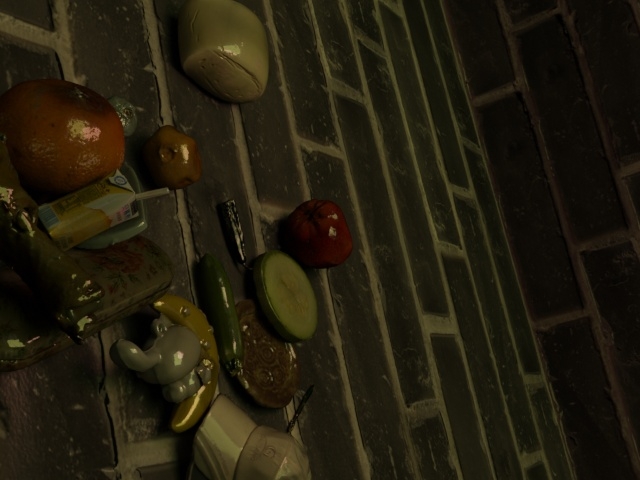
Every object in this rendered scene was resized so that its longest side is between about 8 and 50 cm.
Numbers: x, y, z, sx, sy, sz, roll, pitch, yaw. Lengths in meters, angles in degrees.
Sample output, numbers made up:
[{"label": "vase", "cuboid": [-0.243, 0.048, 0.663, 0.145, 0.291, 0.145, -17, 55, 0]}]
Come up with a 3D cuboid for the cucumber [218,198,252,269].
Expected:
[{"label": "cucumber", "cuboid": [-0.188, -0.009, 1.739, 0.039, 0.043, 0.163, 135, -58, -77]}]

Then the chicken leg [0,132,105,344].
[{"label": "chicken leg", "cuboid": [-0.444, -0.030, 1.117, 0.153, 0.201, 0.429, -41, 80, -16]}]

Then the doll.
[{"label": "doll", "cuboid": [-0.262, 0.209, 1.415, 0.252, 0.111, 0.237, -61, 139, -55]}]

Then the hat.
[{"label": "hat", "cuboid": [-0.126, 0.403, 1.470, 0.275, 0.161, 0.232, 55, 29, -17]}]

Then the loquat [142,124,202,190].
[{"label": "loquat", "cuboid": [-0.293, -0.165, 1.592, 0.137, 0.113, 0.137, 56, 10, -16]}]

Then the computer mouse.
[{"label": "computer mouse", "cuboid": [-0.360, -0.052, 1.360, 0.231, 0.128, 0.079, -109, -173, -50]}]

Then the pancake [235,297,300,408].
[{"label": "pancake", "cuboid": [-0.118, 0.244, 1.696, 0.250, 0.031, 0.250, 42, 35, -39]}]

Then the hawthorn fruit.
[{"label": "hawthorn fruit", "cuboid": [-0.006, -0.011, 1.929, 0.179, 0.173, 0.173, 57, 20, -76]}]

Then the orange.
[{"label": "orange", "cuboid": [-0.425, -0.174, 1.291, 0.224, 0.170, 0.224, 29, 23, -13]}]

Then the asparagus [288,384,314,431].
[{"label": "asparagus", "cuboid": [-0.041, 0.370, 1.763, 0.016, 0.013, 0.166, 51, 33, -9]}]

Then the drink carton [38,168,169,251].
[{"label": "drink carton", "cuboid": [-0.342, -0.058, 1.250, 0.200, 0.084, 0.074, -30, 63, -23]}]

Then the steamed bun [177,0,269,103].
[{"label": "steamed bun", "cuboid": [-0.212, -0.441, 1.843, 0.250, 0.155, 0.200, 24, 52, -47]}]

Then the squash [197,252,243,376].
[{"label": "squash", "cuboid": [-0.198, 0.148, 1.586, 0.069, 0.069, 0.258, 13, 57, -55]}]

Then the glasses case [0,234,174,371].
[{"label": "glasses case", "cuboid": [-0.395, 0.081, 1.249, 0.156, 0.098, 0.425, 32, 27, 15]}]

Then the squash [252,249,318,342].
[{"label": "squash", "cuboid": [-0.076, 0.124, 1.793, 0.219, 0.041, 0.219, 50, 26, -35]}]

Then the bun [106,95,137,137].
[{"label": "bun", "cuboid": [-0.388, -0.242, 1.546, 0.083, 0.045, 0.083, 28, 54, -46]}]
